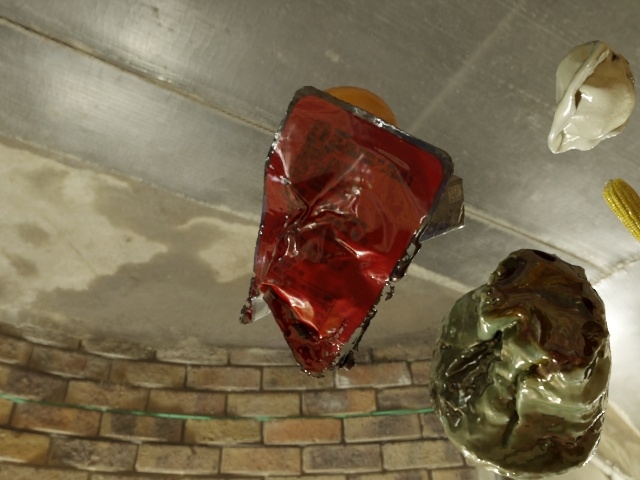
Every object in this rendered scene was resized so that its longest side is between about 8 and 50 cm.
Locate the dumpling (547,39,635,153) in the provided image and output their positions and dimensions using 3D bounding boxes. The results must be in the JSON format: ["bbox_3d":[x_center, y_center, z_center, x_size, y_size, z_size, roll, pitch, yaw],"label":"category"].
[{"bbox_3d":[0.592,-0.319,1.330,0.243,0.187,0.318,-48,142,17],"label":"dumpling"}]

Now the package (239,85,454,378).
[{"bbox_3d":[0.000,0.000,0.590,0.194,0.071,0.269,30,114,18],"label":"package"}]

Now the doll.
[{"bbox_3d":[0.048,-0.185,1.170,0.213,0.236,0.213,22,154,12],"label":"doll"}]

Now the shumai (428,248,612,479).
[{"bbox_3d":[0.365,0.190,1.031,0.324,0.397,0.323,7,146,11],"label":"shumai"}]

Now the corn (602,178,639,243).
[{"bbox_3d":[0.731,-0.058,1.352,0.067,0.206,0.067,-26,160,-10],"label":"corn"}]

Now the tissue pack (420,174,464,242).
[{"bbox_3d":[0.222,-0.061,1.196,0.156,0.051,0.112,-20,118,-22],"label":"tissue pack"}]
